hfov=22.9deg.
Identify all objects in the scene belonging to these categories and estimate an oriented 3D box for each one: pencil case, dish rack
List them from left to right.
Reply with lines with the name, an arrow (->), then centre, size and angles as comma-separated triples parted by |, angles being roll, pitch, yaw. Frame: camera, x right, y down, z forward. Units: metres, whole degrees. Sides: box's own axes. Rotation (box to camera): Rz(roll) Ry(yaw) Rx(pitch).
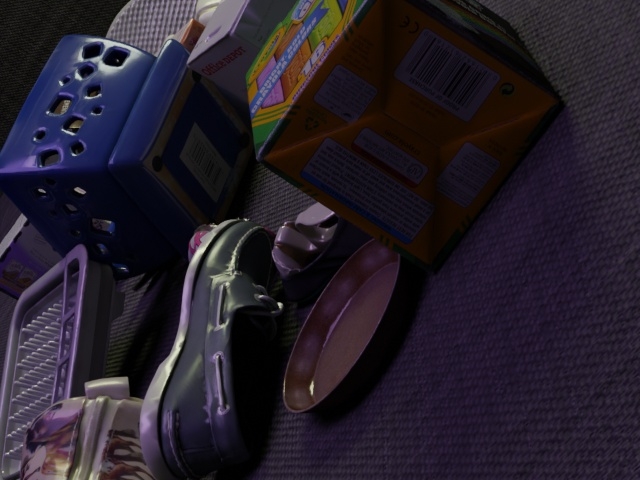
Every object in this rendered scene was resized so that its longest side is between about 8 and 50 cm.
dish rack -> -0.329, 0.176, 1.983 | 0.333, 0.072, 0.286 | -29, 52, 59
pencil case -> -0.214, 0.304, 1.361 | 0.410, 0.160, 0.183 | -83, 4, -55

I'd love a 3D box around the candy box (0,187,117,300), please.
candy box -> -0.372, 0.015, 2.319 | 0.196, 0.165, 0.070 | -50, 21, 25

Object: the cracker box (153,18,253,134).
cracker box -> -0.159, -0.188, 2.077 | 0.232, 0.155, 0.067 | -26, 35, 60

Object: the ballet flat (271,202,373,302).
ballet flat -> 0.000, 0.000, 1.443 | 0.203, 0.074, 0.074 | -33, 31, 57

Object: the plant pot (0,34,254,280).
plant pot -> -0.225, -0.103, 1.952 | 0.212, 0.236, 0.236 | -2, 53, 32

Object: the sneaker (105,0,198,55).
sneaker -> -0.162, -0.329, 2.343 | 0.366, 0.150, 0.135 | -29, 66, 32

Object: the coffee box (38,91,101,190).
coffee box -> -0.384, -0.095, 2.444 | 0.141, 0.098, 0.246 | -89, -4, -58

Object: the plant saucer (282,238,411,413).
plant saucer -> 0.026, 0.074, 1.310 | 0.168, 0.029, 0.168 | -51, 18, 23

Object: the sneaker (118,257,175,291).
sneaker -> -0.211, -0.015, 2.106 | 0.089, 0.051, 0.170 | -11, 53, 63

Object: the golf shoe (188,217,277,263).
golf shoe -> -0.109, 0.027, 1.711 | 0.086, 0.067, 0.186 | -65, 18, -15

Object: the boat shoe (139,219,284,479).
boat shoe -> -0.078, 0.096, 1.492 | 0.099, 0.116, 0.319 | -8, 37, 22

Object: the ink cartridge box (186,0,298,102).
ink cartridge box -> -0.019, -0.174, 1.587 | 0.082, 0.190, 0.139 | -64, 18, -18

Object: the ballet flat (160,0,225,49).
ballet flat -> -0.145, -0.263, 2.214 | 0.409, 0.147, 0.147 | -46, 21, 34

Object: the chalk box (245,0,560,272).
chalk box -> 0.056, -0.138, 1.335 | 0.179, 0.180, 0.289 | -54, 16, 16
